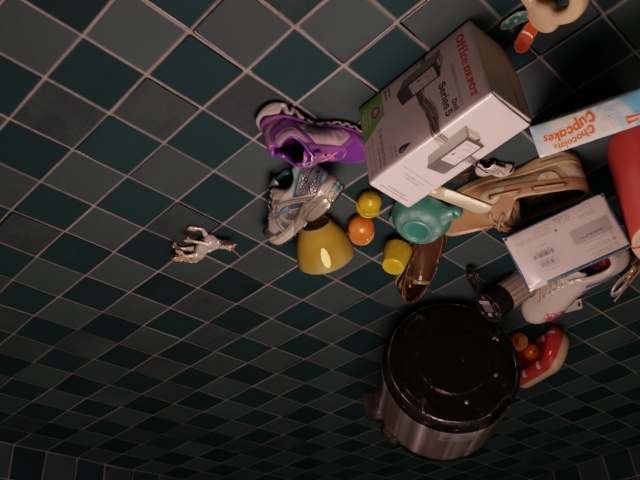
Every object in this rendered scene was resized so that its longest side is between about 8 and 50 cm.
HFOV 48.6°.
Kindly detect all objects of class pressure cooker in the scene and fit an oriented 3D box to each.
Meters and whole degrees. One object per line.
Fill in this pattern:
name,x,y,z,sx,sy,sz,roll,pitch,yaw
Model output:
pressure cooker,0.334,0.415,1.975,0.370,0.375,0.420,32,153,20

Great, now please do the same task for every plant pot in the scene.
plant pot,0.000,0.000,1.600,0.134,0.134,0.095,-12,120,10
plant pot,0.713,-0.092,1.399,0.275,0.243,0.275,8,148,5

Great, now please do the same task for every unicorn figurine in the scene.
unicorn figurine,-0.270,0.013,1.636,0.111,0.060,0.162,23,152,-33

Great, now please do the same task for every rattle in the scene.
rattle,0.385,-0.412,1.150,0.130,0.142,0.199,25,163,12

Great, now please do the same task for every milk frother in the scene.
milk frother,0.457,0.113,1.832,0.135,0.129,0.143,-30,119,-25

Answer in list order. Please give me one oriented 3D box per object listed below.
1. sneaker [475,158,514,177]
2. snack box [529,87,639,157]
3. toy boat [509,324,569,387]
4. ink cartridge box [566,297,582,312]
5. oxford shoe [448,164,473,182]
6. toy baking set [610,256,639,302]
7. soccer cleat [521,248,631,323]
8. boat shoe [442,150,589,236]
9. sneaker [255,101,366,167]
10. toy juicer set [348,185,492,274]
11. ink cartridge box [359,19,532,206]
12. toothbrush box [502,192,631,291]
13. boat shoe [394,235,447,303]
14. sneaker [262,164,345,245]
sneaker,0.371,-0.155,1.498,0.083,0.031,0.037,-5,144,-2
snack box,0.471,-0.207,1.256,0.187,0.060,0.322,-19,-177,19
toy boat,0.634,0.331,2.135,0.151,0.151,0.231,36,134,-5
ink cartridge box,0.678,0.182,2.002,0.115,0.029,0.063,-17,142,14
oxford shoe,0.205,-0.173,1.422,0.227,0.082,0.096,-4,137,-16
toy baking set,0.784,0.045,1.738,0.197,0.030,0.256,-40,154,-21
soccer cleat,0.625,0.097,1.801,0.143,0.116,0.331,10,136,-46
boat shoe,0.405,-0.079,1.539,0.341,0.110,0.122,-26,139,27
sneaker,-0.011,-0.179,1.358,0.236,0.104,0.095,12,139,-24
toy juicer set,0.193,-0.067,1.557,0.209,0.089,0.329,35,137,-13
ink cartridge box,0.209,-0.219,1.248,0.115,0.198,0.273,27,132,-34
toothbrush box,0.519,0.008,1.532,0.216,0.126,0.295,-26,173,12
boat shoe,0.252,0.066,1.732,0.095,0.095,0.257,1,143,-9
sneaker,-0.059,-0.089,1.500,0.122,0.110,0.283,44,143,-7
